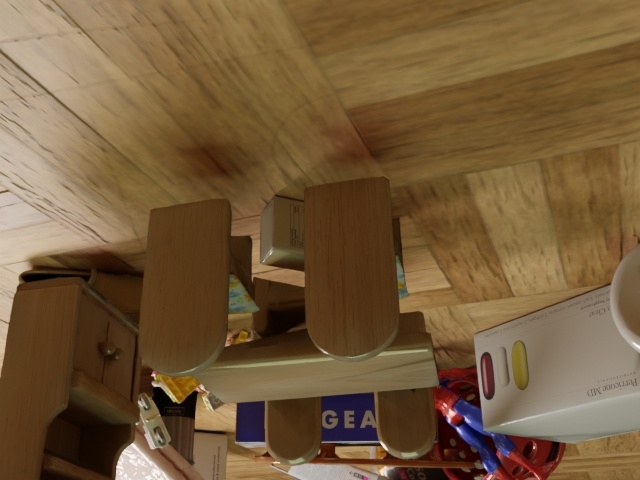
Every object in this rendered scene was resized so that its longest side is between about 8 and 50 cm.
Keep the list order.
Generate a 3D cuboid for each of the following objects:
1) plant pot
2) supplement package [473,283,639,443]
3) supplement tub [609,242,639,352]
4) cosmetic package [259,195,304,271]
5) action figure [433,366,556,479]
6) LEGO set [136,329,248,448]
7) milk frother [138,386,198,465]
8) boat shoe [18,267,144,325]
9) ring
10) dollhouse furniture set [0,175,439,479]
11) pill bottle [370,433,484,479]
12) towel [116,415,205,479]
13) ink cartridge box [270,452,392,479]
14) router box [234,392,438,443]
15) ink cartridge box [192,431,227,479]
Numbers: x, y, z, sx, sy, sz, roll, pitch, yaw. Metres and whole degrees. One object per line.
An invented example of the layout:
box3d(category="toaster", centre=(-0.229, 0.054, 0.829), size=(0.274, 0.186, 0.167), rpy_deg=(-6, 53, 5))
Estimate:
box3d(category="plant pot", centre=(0.315, 0.328, 1.272), size=(0.174, 0.191, 0.191), rpy_deg=(4, 155, -26))
box3d(category="supplement package", centre=(0.378, 0.179, 1.007), size=(0.204, 0.145, 0.262), rpy_deg=(16, 149, -31))
box3d(category="supplement tub", centre=(0.423, 0.081, 0.802), size=(0.144, 0.144, 0.199), rpy_deg=(-23, 147, 38))
box3d(category="cosmetic package", centre=(0.000, 0.000, 0.722), size=(0.115, 0.060, 0.041), rpy_deg=(12, 150, -21))
box3d(category="action figure", centre=(0.239, 0.260, 1.147), size=(0.139, 0.280, 0.091), rpy_deg=(-29, 152, -51))
box3d(category="LEGO set", centre=(-0.142, 0.198, 1.085), size=(0.287, 0.132, 0.107), rpy_deg=(-14, 180, -29))
box3d(category="milk frother", centre=(-0.284, 0.348, 1.352), size=(0.129, 0.135, 0.143), rpy_deg=(-3, 154, 5))
box3d(category="boat shoe", centre=(-0.253, 0.063, 0.845), size=(0.190, 0.068, 0.072), rpy_deg=(1, 143, -3))
box3d(category="ring", centre=(0.067, 0.331, 1.130), size=(0.336, 0.032, 0.336), rpy_deg=(1, 163, 0))
box3d(category="dollhouse furniture set", centre=(-0.086, 0.164, 0.689), size=(0.394, 0.256, 0.362), rpy_deg=(-7, 152, 9))
box3d(category="pill bottle", centre=(0.256, 0.451, 1.549), size=(0.278, 0.162, 0.162), rpy_deg=(-22, 147, 36))
box3d(category="towel", centre=(-0.388, 0.355, 1.268), size=(0.317, 0.053, 0.332), rpy_deg=(48, 137, -11))
box3d(category="ink cartridge box", centre=(0.115, 0.498, 1.421), size=(0.324, 0.071, 0.330), rpy_deg=(34, 161, -29))
box3d(category="router box", centre=(0.022, 0.331, 1.336), size=(0.335, 0.082, 0.301), rpy_deg=(0, 163, -1))
box3d(category="ink cartridge box", centre=(-0.450, 0.541, 1.712), size=(0.395, 0.166, 0.285), rpy_deg=(12, 151, -23))
